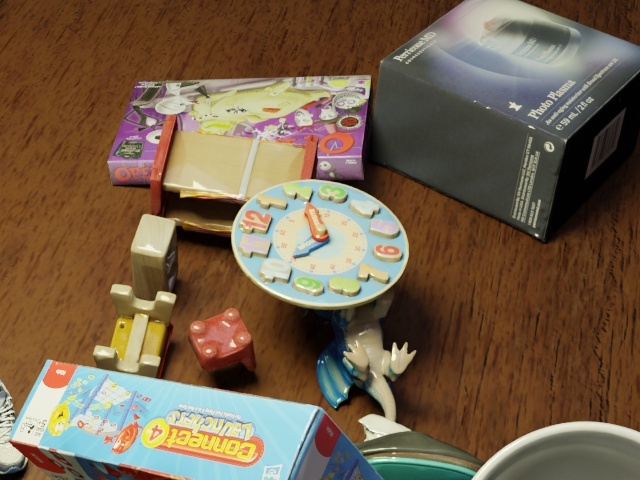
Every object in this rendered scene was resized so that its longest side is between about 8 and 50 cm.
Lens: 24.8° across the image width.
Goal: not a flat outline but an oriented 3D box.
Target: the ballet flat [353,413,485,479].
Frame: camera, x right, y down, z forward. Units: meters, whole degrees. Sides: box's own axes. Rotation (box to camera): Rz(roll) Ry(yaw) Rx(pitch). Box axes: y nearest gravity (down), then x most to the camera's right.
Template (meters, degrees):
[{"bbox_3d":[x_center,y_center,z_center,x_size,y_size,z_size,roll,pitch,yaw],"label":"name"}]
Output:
[{"bbox_3d":[0.033,0.233,1.528,0.280,0.095,0.096,-8,46,5],"label":"ballet flat"}]

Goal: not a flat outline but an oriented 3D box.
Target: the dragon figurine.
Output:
[{"bbox_3d":[0.046,0.141,1.696,0.085,0.144,0.289,-6,60,-17],"label":"dragon figurine"}]

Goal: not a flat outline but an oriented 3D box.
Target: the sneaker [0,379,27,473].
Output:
[{"bbox_3d":[-0.355,0.197,1.592,0.052,0.058,0.135,-12,43,-22],"label":"sneaker"}]

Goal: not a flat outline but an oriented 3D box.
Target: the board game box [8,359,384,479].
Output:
[{"bbox_3d":[-0.073,0.239,1.312,0.302,0.308,0.086,5,58,35],"label":"board game box"}]

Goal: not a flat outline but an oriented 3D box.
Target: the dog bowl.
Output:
[{"bbox_3d":[0.254,0.311,1.395,0.265,0.104,0.265,-2,75,5],"label":"dog bowl"}]

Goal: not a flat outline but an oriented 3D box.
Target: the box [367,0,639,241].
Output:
[{"bbox_3d":[0.270,-0.190,2.065,0.294,0.183,0.296,26,42,24],"label":"box"}]

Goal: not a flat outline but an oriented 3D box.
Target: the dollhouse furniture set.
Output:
[{"bbox_3d":[-0.130,0.037,1.785,0.201,0.152,0.374,10,56,3],"label":"dollhouse furniture set"}]

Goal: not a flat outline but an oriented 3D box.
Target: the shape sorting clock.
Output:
[{"bbox_3d":[0.000,0.000,1.681,0.206,0.040,0.206,2,44,-2],"label":"shape sorting clock"}]

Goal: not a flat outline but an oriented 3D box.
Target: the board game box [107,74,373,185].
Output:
[{"bbox_3d":[-0.105,-0.155,2.027,0.346,0.056,0.208,-1,42,7],"label":"board game box"}]
